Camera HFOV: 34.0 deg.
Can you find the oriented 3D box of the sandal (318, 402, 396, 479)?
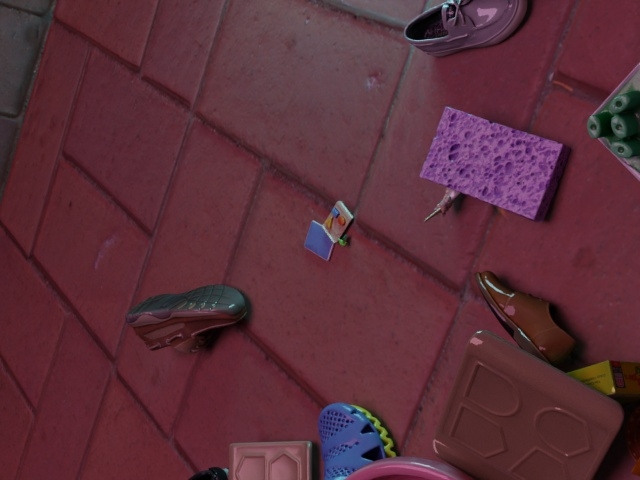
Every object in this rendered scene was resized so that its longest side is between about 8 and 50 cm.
[{"bbox_3d":[0.053,0.398,1.671,0.126,0.138,0.317,-53,43,36],"label":"sandal"}]

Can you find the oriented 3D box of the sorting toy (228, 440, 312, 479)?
[{"bbox_3d":[-0.089,0.464,1.901,0.208,0.038,0.192,-11,73,38],"label":"sorting toy"}]

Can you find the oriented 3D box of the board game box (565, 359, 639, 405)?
[{"bbox_3d":[0.337,0.201,1.370,0.181,0.092,0.043,-29,61,47],"label":"board game box"}]

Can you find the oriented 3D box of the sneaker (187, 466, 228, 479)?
[{"bbox_3d":[-0.231,0.513,2.034,0.216,0.121,0.079,-60,40,26],"label":"sneaker"}]

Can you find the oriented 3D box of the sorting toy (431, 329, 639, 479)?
[{"bbox_3d":[0.304,0.265,1.348,0.307,0.041,0.229,29,130,19],"label":"sorting toy"}]

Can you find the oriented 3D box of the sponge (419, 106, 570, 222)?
[{"bbox_3d":[0.255,-0.114,1.548,0.210,0.031,0.117,25,95,37],"label":"sponge"}]

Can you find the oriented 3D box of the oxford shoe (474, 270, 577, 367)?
[{"bbox_3d":[0.291,0.104,1.491,0.076,0.076,0.212,-39,43,3],"label":"oxford shoe"}]

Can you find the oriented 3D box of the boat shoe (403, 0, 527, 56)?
[{"bbox_3d":[0.221,-0.344,1.652,0.228,0.081,0.079,-12,73,52],"label":"boat shoe"}]

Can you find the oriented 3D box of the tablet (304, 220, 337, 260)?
[{"bbox_3d":[0.000,0.000,1.935,0.083,0.006,0.054,31,107,51],"label":"tablet"}]

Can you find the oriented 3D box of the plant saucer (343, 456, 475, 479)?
[{"bbox_3d":[0.157,0.451,1.472,0.332,0.084,0.332,9,109,29],"label":"plant saucer"}]

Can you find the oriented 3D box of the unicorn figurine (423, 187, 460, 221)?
[{"bbox_3d":[0.216,-0.112,1.638,0.111,0.060,0.161,-44,35,46],"label":"unicorn figurine"}]

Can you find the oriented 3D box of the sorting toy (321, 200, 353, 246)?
[{"bbox_3d":[0.034,-0.026,1.883,0.062,0.012,0.083,-55,43,19],"label":"sorting toy"}]

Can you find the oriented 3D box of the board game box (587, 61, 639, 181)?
[{"bbox_3d":[0.529,-0.124,1.093,0.390,0.050,0.390,50,125,17],"label":"board game box"}]

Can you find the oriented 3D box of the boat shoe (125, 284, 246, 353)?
[{"bbox_3d":[-0.268,0.171,2.184,0.324,0.123,0.116,-8,109,43],"label":"boat shoe"}]

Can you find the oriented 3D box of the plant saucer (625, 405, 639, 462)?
[{"bbox_3d":[0.421,0.245,1.315,0.083,0.013,0.083,-15,71,50],"label":"plant saucer"}]
